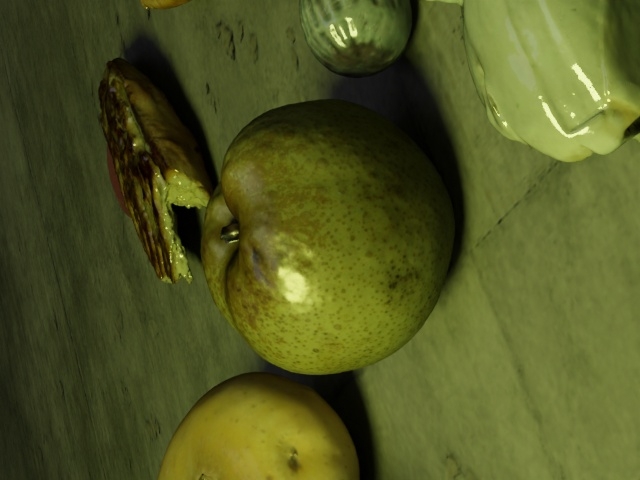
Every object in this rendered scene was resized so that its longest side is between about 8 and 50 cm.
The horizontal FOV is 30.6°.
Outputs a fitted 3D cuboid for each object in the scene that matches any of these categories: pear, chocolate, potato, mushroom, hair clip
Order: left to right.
[{"bbox_3d":[-0.211,-0.088,1.257,0.054,0.022,0.137,20,116,58],"label":"hair clip"},{"bbox_3d":[-0.050,0.192,0.872,0.150,0.146,0.233,31,125,2],"label":"potato"},{"bbox_3d":[0.000,0.000,0.704,0.167,0.137,0.167,177,90,-66],"label":"pear"},{"bbox_3d":[0.009,-0.178,0.710,0.072,0.072,0.166,-36,68,62],"label":"chocolate"},{"bbox_3d":[0.087,-0.158,0.536,0.099,0.096,0.277,-25,66,17],"label":"mushroom"}]

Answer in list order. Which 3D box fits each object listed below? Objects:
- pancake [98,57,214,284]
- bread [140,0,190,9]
[{"bbox_3d":[-0.158,-0.080,1.113,0.212,0.056,0.257,145,107,-70],"label":"pancake"},{"bbox_3d":[-0.117,-0.250,0.972,0.136,0.054,0.154,-129,33,-49],"label":"bread"}]
